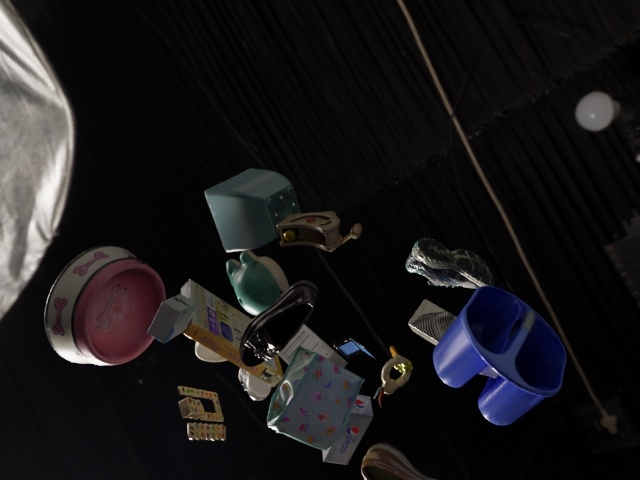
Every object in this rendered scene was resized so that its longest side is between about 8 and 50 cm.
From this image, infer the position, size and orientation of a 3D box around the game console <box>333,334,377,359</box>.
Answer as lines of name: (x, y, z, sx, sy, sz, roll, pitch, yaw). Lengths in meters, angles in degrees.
game console: (0.122, 0.389, 1.891, 0.107, 0.071, 0.122, -29, 134, 13)

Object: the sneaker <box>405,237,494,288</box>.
sneaker: (0.387, 0.088, 1.627, 0.110, 0.283, 0.122, -77, -165, -46)

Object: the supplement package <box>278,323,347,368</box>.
supplement package: (-0.061, 0.490, 2.363, 0.175, 0.293, 0.177, -48, 143, -7)

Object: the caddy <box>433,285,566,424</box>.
caddy: (0.399, 0.227, 1.166, 0.341, 0.241, 0.179, -30, 155, -58)

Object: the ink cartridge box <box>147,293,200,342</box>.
ink cartridge box: (-0.422, 0.220, 1.568, 0.104, 0.061, 0.181, -61, 177, 4)

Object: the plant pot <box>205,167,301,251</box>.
plant pot: (-0.211, -0.111, 1.940, 0.252, 0.248, 0.247, 3, -152, 42)

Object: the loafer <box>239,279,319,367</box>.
loafer: (-0.118, 0.234, 1.435, 0.302, 0.109, 0.095, -49, -162, 16)

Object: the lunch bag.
lunch bag: (-0.022, 0.499, 1.687, 0.160, 0.223, 0.262, -1, -121, 62)

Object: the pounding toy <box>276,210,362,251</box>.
pounding toy: (0.000, 0.000, 1.781, 0.269, 0.155, 0.154, -4, -155, 11)

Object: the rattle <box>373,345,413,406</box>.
rattle: (0.244, 0.509, 2.049, 0.130, 0.143, 0.200, 31, 92, -46)

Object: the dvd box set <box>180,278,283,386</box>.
dvd box set: (-0.331, 0.341, 2.007, 0.062, 0.420, 0.307, -46, -152, 9)

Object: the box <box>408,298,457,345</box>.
box: (0.436, 0.313, 1.782, 0.113, 0.275, 0.094, -54, 145, -11)

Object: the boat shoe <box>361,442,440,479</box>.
boat shoe: (0.237, 0.658, 1.378, 0.120, 0.324, 0.122, -9, 125, -62)

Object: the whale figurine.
whale figurine: (-0.213, 0.135, 1.626, 0.141, 0.216, 0.272, -33, -150, -33)

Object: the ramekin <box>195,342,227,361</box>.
ramekin: (-0.413, 0.401, 2.225, 0.207, 0.109, 0.207, -10, 140, -8)

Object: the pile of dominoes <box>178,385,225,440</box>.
pile of dominoes: (-0.411, 0.620, 1.951, 0.040, 0.196, 0.251, -32, 150, 12)

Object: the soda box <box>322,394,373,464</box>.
soda box: (0.095, 0.683, 1.953, 0.091, 0.098, 0.286, -96, -158, -57)

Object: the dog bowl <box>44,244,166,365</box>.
dog bowl: (-0.687, 0.229, 1.802, 0.150, 0.408, 0.408, 12, -159, 29)

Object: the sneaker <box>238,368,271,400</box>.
sneaker: (-0.305, 0.643, 2.508, 0.127, 0.126, 0.321, -57, -161, 21)
